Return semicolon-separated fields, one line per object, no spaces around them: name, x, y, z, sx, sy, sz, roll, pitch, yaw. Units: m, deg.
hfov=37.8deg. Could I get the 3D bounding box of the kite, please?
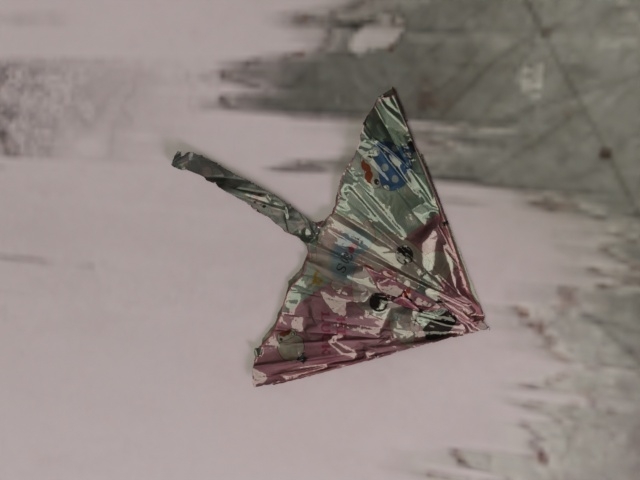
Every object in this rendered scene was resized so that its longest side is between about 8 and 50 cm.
kite;0.000;0.000;0.388;0.157;0.011;0.139;31;99;18
